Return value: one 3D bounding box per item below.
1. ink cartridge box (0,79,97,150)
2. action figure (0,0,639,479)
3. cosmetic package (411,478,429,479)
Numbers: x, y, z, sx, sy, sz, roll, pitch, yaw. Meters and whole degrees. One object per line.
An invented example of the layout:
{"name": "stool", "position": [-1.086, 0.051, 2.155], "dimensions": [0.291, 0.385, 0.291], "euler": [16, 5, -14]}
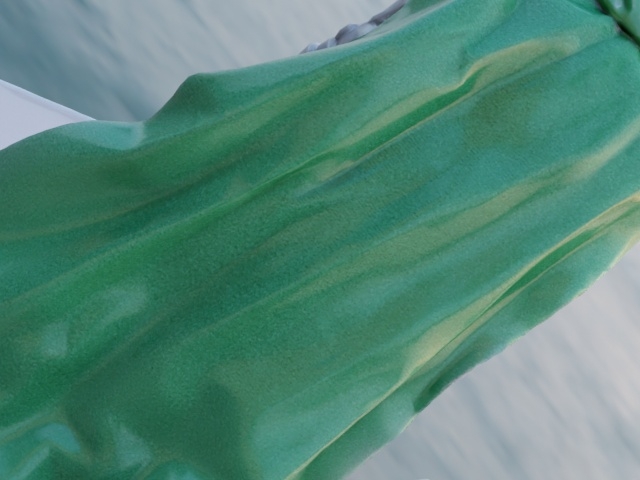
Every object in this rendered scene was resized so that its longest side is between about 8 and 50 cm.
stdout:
{"name": "ink cartridge box", "position": [-0.237, 0.052, 0.742], "dimensions": [0.307, 0.303, 0.072], "euler": [22, -13, -28]}
{"name": "action figure", "position": [0.000, 0.000, 0.423], "dimensions": [0.137, 0.232, 0.063], "euler": [57, -1, -8]}
{"name": "cosmetic package", "position": [0.053, 0.295, 1.370], "dimensions": [0.296, 0.153, 0.129], "euler": [-134, -146, -77]}
